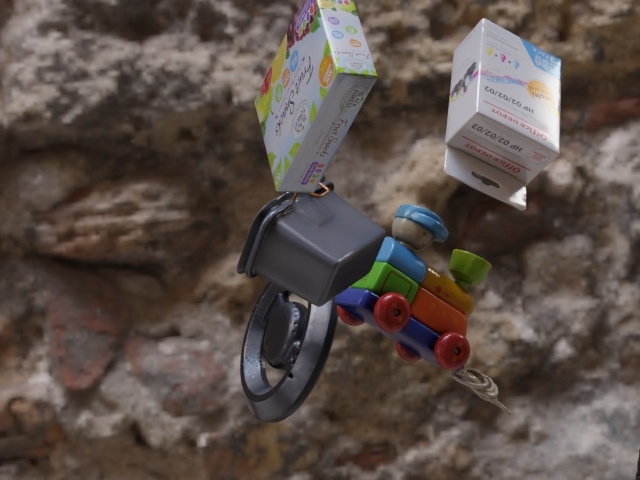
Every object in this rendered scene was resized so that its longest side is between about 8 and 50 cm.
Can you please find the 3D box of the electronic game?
[{"bbox_3d":[-0.041,0.124,1.592,0.048,0.229,0.229,20,-13,-24],"label":"electronic game"}]

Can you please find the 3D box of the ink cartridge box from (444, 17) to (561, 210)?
[{"bbox_3d":[0.190,-0.131,1.267,0.104,0.181,0.061,24,-41,-17],"label":"ink cartridge box"}]

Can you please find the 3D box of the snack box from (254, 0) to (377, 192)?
[{"bbox_3d":[-0.007,-0.118,0.969,0.037,0.100,0.141,1,-37,-24],"label":"snack box"}]

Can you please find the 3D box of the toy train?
[{"bbox_3d":[0.149,0.076,1.369,0.248,0.143,0.105,33,-13,-23],"label":"toy train"}]

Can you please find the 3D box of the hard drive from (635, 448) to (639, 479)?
[{"bbox_3d":[0.282,0.090,0.854,0.064,0.338,0.237,5,21,6],"label":"hard drive"}]

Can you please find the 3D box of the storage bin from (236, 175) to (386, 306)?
[{"bbox_3d":[0.000,0.000,1.196,0.091,0.098,0.135,32,32,17],"label":"storage bin"}]
